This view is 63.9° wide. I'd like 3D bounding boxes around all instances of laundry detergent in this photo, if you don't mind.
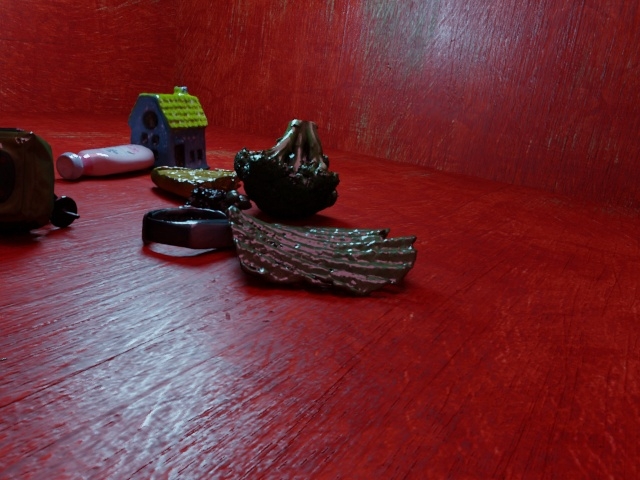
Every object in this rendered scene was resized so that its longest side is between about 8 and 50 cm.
[{"bbox_3d":[-0.686,-0.253,1.638,0.159,0.087,0.335,8,16,19],"label":"laundry detergent"}]

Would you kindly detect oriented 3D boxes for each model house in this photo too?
[{"bbox_3d":[-0.548,-0.405,1.870,0.216,0.303,0.237,7,16,23],"label":"model house"}]

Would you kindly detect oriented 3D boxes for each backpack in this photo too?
[{"bbox_3d":[-0.650,-0.114,1.001,0.254,0.207,0.140,-1,-6,0],"label":"backpack"}]

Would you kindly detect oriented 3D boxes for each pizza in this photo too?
[{"bbox_3d":[-0.385,-0.180,1.557,0.251,0.074,0.288,15,17,20],"label":"pizza"}]

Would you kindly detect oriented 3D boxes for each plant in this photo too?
[{"bbox_3d":[-0.264,-0.101,1.354,0.174,0.087,0.085,3,46,1],"label":"plant"}]

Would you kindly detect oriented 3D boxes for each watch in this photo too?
[{"bbox_3d":[-0.288,-0.029,1.115,0.193,0.068,0.206,16,15,36],"label":"watch"}]

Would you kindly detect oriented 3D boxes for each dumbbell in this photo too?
[{"bbox_3d":[-0.570,-0.067,1.099,0.147,0.069,0.069,15,18,22],"label":"dumbbell"}]

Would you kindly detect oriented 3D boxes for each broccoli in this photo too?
[{"bbox_3d":[-0.088,-0.190,1.419,0.308,0.275,0.308,10,-9,2],"label":"broccoli"}]

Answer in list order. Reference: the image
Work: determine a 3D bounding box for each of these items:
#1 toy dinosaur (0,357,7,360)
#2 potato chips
[{"bbox_3d":[-0.399,0.143,0.565,0.062,0.021,0.083,5,12,40],"label":"toy dinosaur"},{"bbox_3d":[-0.008,0.001,1.086,0.389,0.097,0.373,5,15,-13],"label":"potato chips"}]
